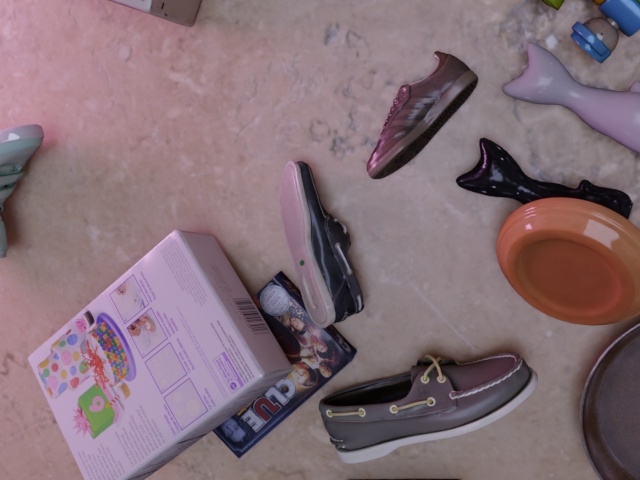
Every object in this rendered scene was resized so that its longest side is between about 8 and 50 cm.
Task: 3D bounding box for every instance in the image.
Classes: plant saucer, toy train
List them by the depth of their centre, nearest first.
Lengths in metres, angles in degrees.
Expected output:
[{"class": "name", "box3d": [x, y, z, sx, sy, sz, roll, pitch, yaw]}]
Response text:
[{"class": "toy train", "box3d": [0.304, -0.341, 0.813, 0.248, 0.105, 0.143, 44, 112, 1]}, {"class": "plant saucer", "box3d": [0.311, 0.037, 0.853, 0.199, 0.037, 0.200, 24, 141, 21]}, {"class": "plant saucer", "box3d": [0.500, 0.230, 0.904, 0.310, 0.050, 0.311, 2, 100, 10]}]

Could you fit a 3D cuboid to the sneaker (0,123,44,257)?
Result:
[{"class": "sneaker", "box3d": [-0.474, -0.059, 1.020, 0.255, 0.094, 0.151, -31, 88, 25]}]

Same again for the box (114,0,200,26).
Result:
[{"class": "box", "box3d": [-0.278, -0.381, 0.894, 0.232, 0.148, 0.127, 21, 103, 6]}]

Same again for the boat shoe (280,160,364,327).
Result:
[{"class": "boat shoe", "box3d": [0.000, 0.000, 0.959, 0.079, 0.084, 0.233, -16, 90, -25]}]

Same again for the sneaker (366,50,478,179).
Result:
[{"class": "sneaker", "box3d": [0.120, -0.164, 0.908, 0.188, 0.066, 0.071, -45, 73, 10]}]

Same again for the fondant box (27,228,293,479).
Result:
[{"class": "fondant box", "box3d": [-0.236, 0.176, 0.980, 0.330, 0.096, 0.238, -38, 73, 16]}]

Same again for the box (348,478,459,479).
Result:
[{"class": "box", "box3d": [0.113, 0.407, 0.964, 0.180, 0.147, 0.078, -4, 100, 13]}]

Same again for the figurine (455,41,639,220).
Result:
[{"class": "figurine", "box3d": [0.307, -0.119, 0.863, 0.209, 0.092, 0.215, 26, 103, 10]}]

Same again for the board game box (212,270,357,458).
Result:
[{"class": "board game box", "box3d": [-0.090, 0.186, 1.017, 0.165, 0.042, 0.243, 46, 105, 0]}]

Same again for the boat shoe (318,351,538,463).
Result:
[{"class": "boat shoe", "box3d": [0.140, 0.215, 0.942, 0.305, 0.109, 0.091, -24, 100, 18]}]
